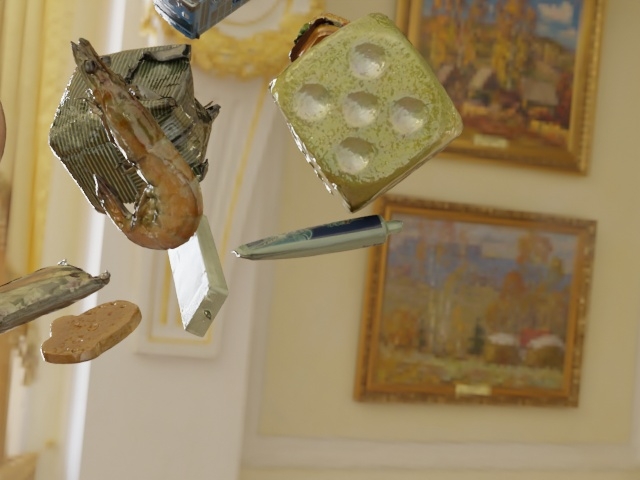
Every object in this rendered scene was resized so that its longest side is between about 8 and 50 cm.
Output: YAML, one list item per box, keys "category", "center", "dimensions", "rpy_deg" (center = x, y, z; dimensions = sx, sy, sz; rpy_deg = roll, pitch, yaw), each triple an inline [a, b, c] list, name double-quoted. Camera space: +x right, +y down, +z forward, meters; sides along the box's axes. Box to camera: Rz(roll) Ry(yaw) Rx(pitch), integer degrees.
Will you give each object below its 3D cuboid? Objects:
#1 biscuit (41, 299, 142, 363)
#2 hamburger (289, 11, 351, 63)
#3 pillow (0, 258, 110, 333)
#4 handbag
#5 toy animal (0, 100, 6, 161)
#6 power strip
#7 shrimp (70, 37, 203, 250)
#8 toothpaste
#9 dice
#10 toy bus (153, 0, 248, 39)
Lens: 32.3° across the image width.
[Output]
- category: "biscuit"
  center: [-0.292, 0.115, 1.386]
  dimensions: [0.118, 0.023, 0.140]
  rpy_deg: [6, 29, 38]
- category: "hamburger"
  center: [0.027, -0.342, 1.998]
  dimensions: [0.166, 0.087, 0.137]
  rpy_deg: [22, -52, -29]
- category: "pillow"
  center: [-0.436, 0.092, 1.593]
  dimensions: [0.255, 0.059, 0.169]
  rpy_deg: [-23, 19, -40]
- category: "handbag"
  center: [-0.336, -0.222, 2.092]
  dimensions: [0.240, 0.247, 0.341]
  rpy_deg: [-16, 35, 16]
- category: "toy animal"
  center: [-0.447, -0.131, 1.119]
  dimensions: [0.326, 0.237, 0.269]
  rpy_deg: [5, 36, 25]
- category: "power strip"
  center: [-0.233, 0.058, 2.081]
  dimensions: [0.043, 0.106, 0.367]
  rpy_deg: [24, 18, -23]
- category: "shrimp"
  center: [-0.264, -0.116, 1.453]
  dimensions: [0.169, 0.296, 0.058]
  rpy_deg: [-31, 3, 35]
- category: "toothpaste"
  center: [0.000, -0.001, 1.702]
  dimensions: [0.268, 0.047, 0.069]
  rpy_deg: [-11, 42, -14]
- category: "dice"
  center: [0.068, -0.195, 1.703]
  dimensions: [0.227, 0.233, 0.238]
  rpy_deg: [-36, -1, 1]
- category: "toy bus"
  center: [-0.192, -0.472, 2.002]
  dimensions: [0.116, 0.234, 0.133]
  rpy_deg: [41, -30, 12]
